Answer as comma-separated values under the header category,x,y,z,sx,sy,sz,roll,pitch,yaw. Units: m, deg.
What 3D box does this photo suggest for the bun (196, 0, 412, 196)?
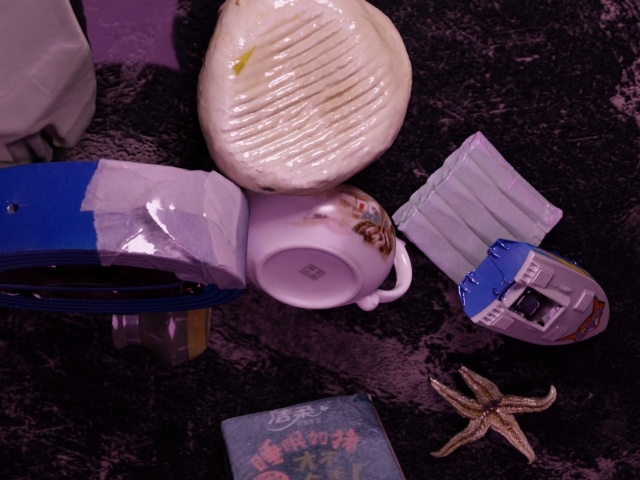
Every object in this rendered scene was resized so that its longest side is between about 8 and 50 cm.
category,x,y,z,sx,sy,sz,roll,pitch,yaw
bun,-0.021,-0.182,1.280,0.259,0.160,0.259,-2,100,-9

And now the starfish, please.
category,x,y,z,sx,sy,sz,roll,pitch,yaw
starfish,0.245,0.260,1.665,0.217,0.050,0.223,-38,110,14

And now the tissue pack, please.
category,x,y,z,sx,sy,sz,roll,pitch,yaw
tissue pack,-0.001,0.336,1.486,0.228,0.316,0.103,-8,119,-9

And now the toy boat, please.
category,x,y,z,sx,sy,sz,roll,pitch,yaw
toy boat,0.320,0.087,1.550,0.295,0.088,0.129,22,114,-46

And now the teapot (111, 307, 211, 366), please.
category,x,y,z,sx,sy,sz,roll,pitch,yaw
teapot,-0.200,0.101,1.425,0.119,0.130,0.166,3,151,0

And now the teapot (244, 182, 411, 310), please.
category,x,y,z,sx,sy,sz,roll,pitch,yaw
teapot,0.000,0.000,1.407,0.204,0.139,0.298,-29,129,34

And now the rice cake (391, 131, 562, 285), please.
category,x,y,z,sx,sy,sz,roll,pitch,yaw
rice cake,0.211,-0.026,1.501,0.198,0.037,0.189,33,106,-28

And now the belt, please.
category,x,y,z,sx,sy,sz,roll,pitch,yaw
belt,-0.254,-0.001,1.273,0.347,0.117,0.212,0,156,5

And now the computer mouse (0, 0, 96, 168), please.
category,x,y,z,sx,sy,sz,roll,pitch,yaw
computer mouse,-0.379,-0.255,1.159,0.228,0.145,0.429,-26,134,-8
